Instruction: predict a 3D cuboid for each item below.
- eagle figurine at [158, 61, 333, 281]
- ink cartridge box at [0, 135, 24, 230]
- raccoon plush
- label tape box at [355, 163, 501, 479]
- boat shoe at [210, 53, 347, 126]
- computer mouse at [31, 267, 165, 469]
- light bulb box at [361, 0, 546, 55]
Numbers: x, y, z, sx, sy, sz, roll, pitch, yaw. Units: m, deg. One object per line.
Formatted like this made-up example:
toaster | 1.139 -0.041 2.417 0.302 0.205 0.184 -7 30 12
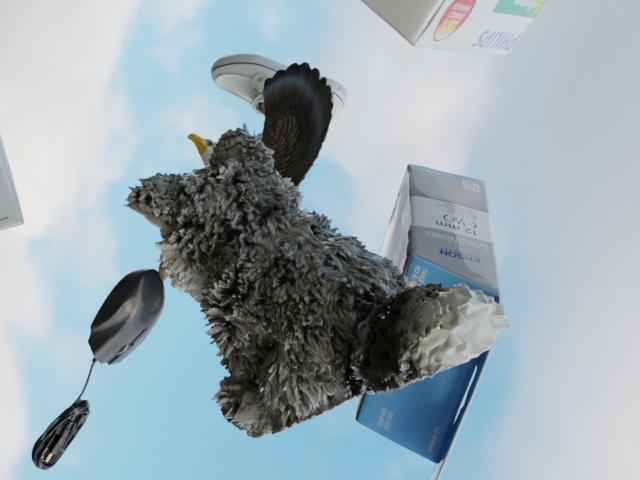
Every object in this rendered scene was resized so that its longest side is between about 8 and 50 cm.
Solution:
eagle figurine | -0.086 -0.081 2.093 0.226 0.225 0.298 0 -149 45
ink cartridge box | -0.437 -0.111 1.901 0.153 0.087 0.208 -167 -118 -79
raccoon plush | 0.000 0.000 1.508 0.446 0.216 0.299 -27 -89 49
label tape box | 0.123 0.099 1.844 0.348 0.115 0.249 -82 -172 -61
boat shoe | -0.074 -0.228 2.358 0.083 0.226 0.076 77 31 -50
computer mouse | -0.226 0.137 1.586 0.041 0.071 0.242 32 -82 23
light bulb box | 0.108 -0.424 1.870 0.361 0.358 0.225 42 -70 16
